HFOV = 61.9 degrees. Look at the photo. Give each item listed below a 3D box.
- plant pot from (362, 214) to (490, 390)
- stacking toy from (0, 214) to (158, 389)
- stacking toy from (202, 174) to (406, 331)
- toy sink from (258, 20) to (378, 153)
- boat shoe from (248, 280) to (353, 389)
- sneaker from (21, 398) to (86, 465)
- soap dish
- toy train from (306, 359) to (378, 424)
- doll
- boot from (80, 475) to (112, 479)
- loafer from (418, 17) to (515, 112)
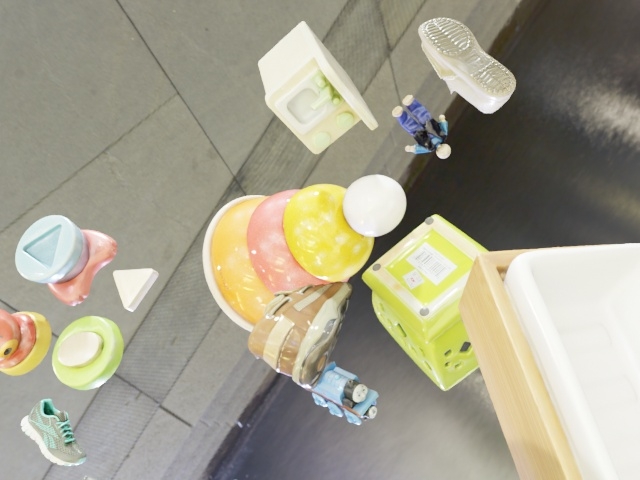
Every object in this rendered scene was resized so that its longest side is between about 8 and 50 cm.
[{"bbox_3d":[0.226,0.100,1.003,0.227,0.228,0.207,-38,137,-6],"label":"plant pot"},{"bbox_3d":[-0.477,0.109,0.961,0.309,0.279,0.130,-68,157,-16],"label":"stacking toy"},{"bbox_3d":[0.000,0.000,1.141,0.350,0.480,0.351,16,63,-35],"label":"stacking toy"},{"bbox_3d":[-0.014,-0.266,0.975,0.131,0.234,0.153,-37,128,16],"label":"toy sink"},{"bbox_3d":[-0.026,0.116,0.821,0.324,0.119,0.123,-26,135,-81],"label":"boat shoe"},{"bbox_3d":[-0.533,0.385,1.080,0.076,0.166,0.065,-60,163,5],"label":"sneaker"},{"bbox_3d":[0.274,0.147,0.516,0.228,0.291,0.118,-3,154,-26],"label":"soap dish"},{"bbox_3d":[0.038,0.315,1.129,0.080,0.184,0.105,-43,126,-29],"label":"toy train"},{"bbox_3d":[0.263,-0.277,1.361,0.189,0.046,0.129,39,101,-23],"label":"doll"},{"bbox_3d":[0.005,0.362,0.436,0.445,0.367,0.146,25,86,-26],"label":"boot"},{"bbox_3d":[0.287,-0.357,1.099,0.102,0.269,0.092,-23,150,-12],"label":"loafer"}]
